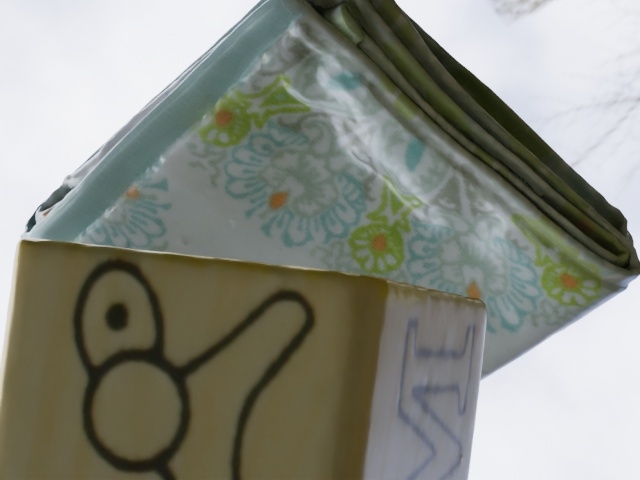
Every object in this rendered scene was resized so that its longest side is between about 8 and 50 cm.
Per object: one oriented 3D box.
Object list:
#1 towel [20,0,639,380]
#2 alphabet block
[{"bbox_3d":[0.000,0.000,1.160,0.320,0.374,0.090,42,-140,-15],"label":"towel"},{"bbox_3d":[-0.039,0.111,0.785,0.193,0.192,0.197,16,-99,-70],"label":"alphabet block"}]
